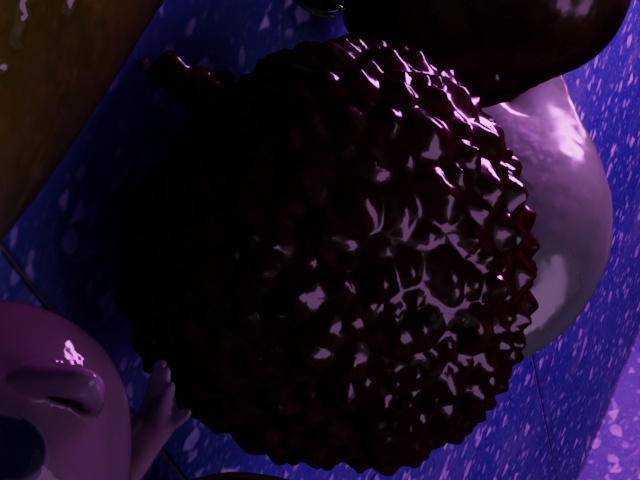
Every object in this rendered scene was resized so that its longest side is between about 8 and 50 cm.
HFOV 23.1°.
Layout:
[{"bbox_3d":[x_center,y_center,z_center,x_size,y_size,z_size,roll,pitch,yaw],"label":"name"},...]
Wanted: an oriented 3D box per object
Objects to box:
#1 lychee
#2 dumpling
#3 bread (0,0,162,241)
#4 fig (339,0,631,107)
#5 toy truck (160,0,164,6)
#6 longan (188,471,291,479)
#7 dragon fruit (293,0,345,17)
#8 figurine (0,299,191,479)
[{"bbox_3d":[0.000,0.000,0.937,0.264,0.300,0.264,-37,-172,6],"label":"lychee"},{"bbox_3d":[0.091,-0.017,1.222,0.320,0.270,0.212,-30,116,-26],"label":"dumpling"},{"bbox_3d":[-0.166,-0.101,0.527,0.251,0.208,0.377,86,27,-53],"label":"bread"},{"bbox_3d":[0.115,-0.261,1.118,0.217,0.216,0.321,41,47,-67],"label":"fig"},{"bbox_3d":[-0.116,-0.159,0.788,0.090,0.056,0.073,45,55,-50],"label":"toy truck"},{"bbox_3d":[-0.050,0.307,1.002,0.319,0.318,0.319,-49,149,-44],"label":"longan"},{"bbox_3d":[-0.032,-0.222,0.734,0.182,0.188,0.182,-60,-172,14],"label":"dragon fruit"},{"bbox_3d":[-0.158,0.150,0.783,0.287,0.176,0.186,100,-7,-58],"label":"figurine"}]
